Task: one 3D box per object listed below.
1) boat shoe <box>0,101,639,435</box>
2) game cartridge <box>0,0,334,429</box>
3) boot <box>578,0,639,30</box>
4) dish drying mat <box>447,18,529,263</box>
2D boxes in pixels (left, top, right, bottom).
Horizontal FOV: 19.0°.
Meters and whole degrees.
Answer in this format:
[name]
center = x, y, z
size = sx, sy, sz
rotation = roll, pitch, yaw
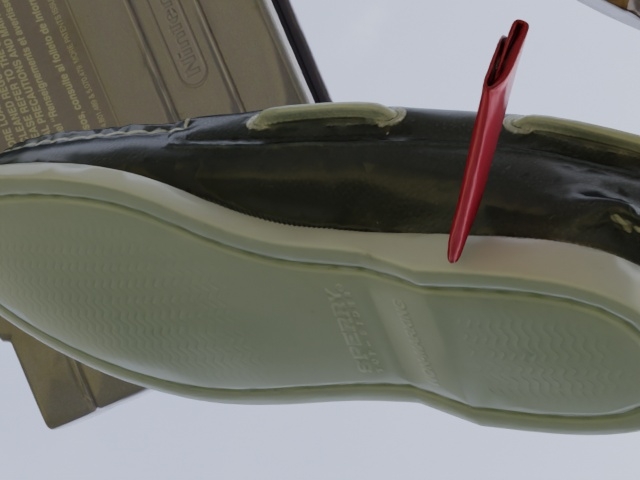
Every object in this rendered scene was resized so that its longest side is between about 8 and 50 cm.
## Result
[boat shoe]
center = 0.000, 0.000, 0.702
size = 0.302, 0.091, 0.114
rotation = 11, -41, 22
[game cartridge]
center = -0.122, -0.097, 1.052
size = 0.230, 0.068, 0.355
rotation = -24, -92, 23
[boot]
center = 0.171, -0.117, 0.572
size = 0.197, 0.073, 0.152
rotation = 30, -83, 36
[dish drying mat]
center = 0.050, -0.029, 0.586
size = 0.008, 0.083, 0.032
rotation = 18, -127, 6
